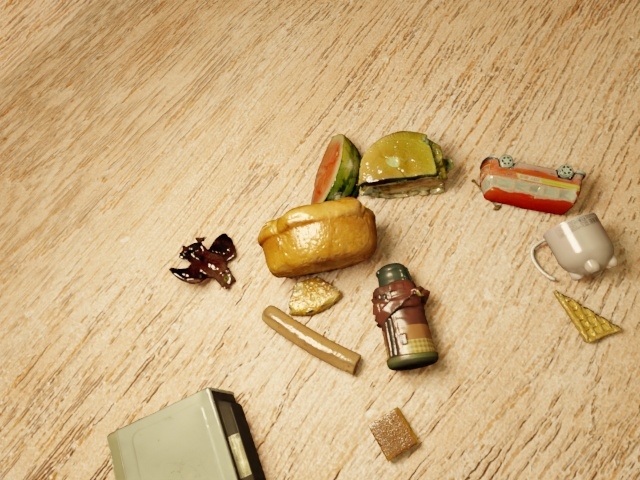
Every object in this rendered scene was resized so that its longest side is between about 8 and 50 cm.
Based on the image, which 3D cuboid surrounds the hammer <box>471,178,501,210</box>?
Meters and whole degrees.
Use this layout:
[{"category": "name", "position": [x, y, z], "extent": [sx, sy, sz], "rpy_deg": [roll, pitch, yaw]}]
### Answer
[{"category": "hammer", "position": [0.492, -0.138, 1.240], "extent": [0.029, 0.014, 0.123], "rpy_deg": [-24, 64, -14]}]

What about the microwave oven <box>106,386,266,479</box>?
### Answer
[{"category": "microwave oven", "position": [-0.277, 0.561, 0.950], "extent": [0.286, 0.218, 0.355], "rpy_deg": [-26, 66, -4]}]

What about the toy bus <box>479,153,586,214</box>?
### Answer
[{"category": "toy bus", "position": [0.582, -0.155, 1.174], "extent": [0.265, 0.121, 0.120], "rpy_deg": [14, 75, 12]}]

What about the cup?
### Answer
[{"category": "cup", "position": [0.660, 0.028, 1.080], "extent": [0.173, 0.134, 0.142], "rpy_deg": [-16, 68, 0]}]

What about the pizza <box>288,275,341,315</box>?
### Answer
[{"category": "pizza", "position": [-0.022, 0.158, 1.180], "extent": [0.160, 0.036, 0.099], "rpy_deg": [-20, 66, -1]}]

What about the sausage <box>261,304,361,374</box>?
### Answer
[{"category": "sausage", "position": [-0.032, 0.265, 1.123], "extent": [0.301, 0.066, 0.066], "rpy_deg": [25, 73, 19]}]

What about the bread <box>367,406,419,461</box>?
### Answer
[{"category": "bread", "position": [0.178, 0.473, 1.018], "extent": [0.090, 0.035, 0.094], "rpy_deg": [-30, 66, -5]}]

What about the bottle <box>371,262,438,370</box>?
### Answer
[{"category": "bottle", "position": [0.215, 0.188, 1.075], "extent": [0.156, 0.143, 0.271], "rpy_deg": [-10, 65, 4]}]

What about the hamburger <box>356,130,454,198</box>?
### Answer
[{"category": "hamburger", "position": [0.246, -0.225, 1.227], "extent": [0.287, 0.168, 0.192], "rpy_deg": [-4, 68, 7]}]

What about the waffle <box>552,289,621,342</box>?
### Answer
[{"category": "waffle", "position": [0.684, 0.181, 1.072], "extent": [0.097, 0.023, 0.153], "rpy_deg": [-22, 65, -3]}]

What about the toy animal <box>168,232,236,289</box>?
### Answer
[{"category": "toy animal", "position": [-0.334, 0.072, 1.247], "extent": [0.179, 0.116, 0.218], "rpy_deg": [51, 51, -4]}]

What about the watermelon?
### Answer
[{"category": "watermelon", "position": [0.076, -0.203, 1.298], "extent": [0.128, 0.159, 0.304], "rpy_deg": [23, 69, -24]}]

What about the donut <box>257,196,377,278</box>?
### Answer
[{"category": "donut", "position": [0.000, 0.000, 1.117], "extent": [0.317, 0.299, 0.150], "rpy_deg": [-23, 74, 34]}]
